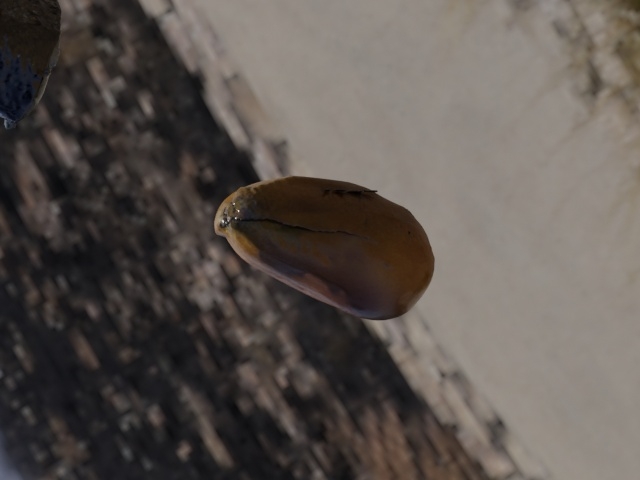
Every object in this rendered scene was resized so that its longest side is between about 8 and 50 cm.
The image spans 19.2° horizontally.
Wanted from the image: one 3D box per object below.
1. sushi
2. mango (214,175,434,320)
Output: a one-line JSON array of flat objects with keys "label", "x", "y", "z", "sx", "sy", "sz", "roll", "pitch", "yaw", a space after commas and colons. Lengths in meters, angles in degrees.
[{"label": "sushi", "x": -0.224, "y": -0.146, "z": 1.295, "sx": 0.090, "sy": 0.078, "sz": 0.150, "roll": -56, "pitch": 23, "yaw": 25}, {"label": "mango", "x": 0.003, "y": -0.003, "z": 1.304, "sx": 0.159, "sy": 0.084, "sz": 0.105, "roll": 29, "pitch": 169, "yaw": -20}]
